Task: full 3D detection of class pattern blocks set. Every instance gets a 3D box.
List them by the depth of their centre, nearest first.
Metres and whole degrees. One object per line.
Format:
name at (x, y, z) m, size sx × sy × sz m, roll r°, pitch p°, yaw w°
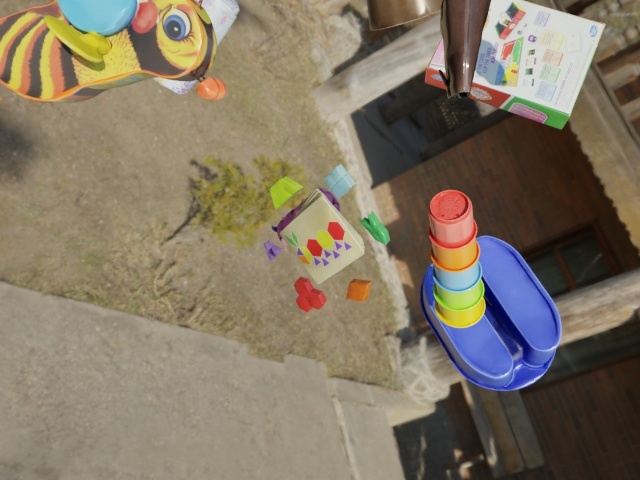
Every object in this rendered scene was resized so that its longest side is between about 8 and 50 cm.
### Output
pattern blocks set at (0.000, 0.000, 1.126) m, size 0.026 × 0.325 × 0.285 m, roll -35°, pitch 96°, yaw -41°

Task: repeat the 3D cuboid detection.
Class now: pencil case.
pencil case at (-0.315, -0.495, 1.403) m, size 0.124 × 0.273 × 0.113 m, roll 45°, pitch 22°, yaw 19°
pencil case at (-0.037, -0.062, 1.524) m, size 0.095 × 0.209 × 0.098 m, roll 13°, pitch 57°, yaw -35°

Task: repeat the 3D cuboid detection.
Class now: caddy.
caddy at (0.364, 0.157, 1.251) m, size 0.341 × 0.241 × 0.179 m, roll 61°, pitch 2°, yaw 21°

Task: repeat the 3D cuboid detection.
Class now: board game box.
board game box at (0.423, -0.410, 1.261) m, size 0.242 × 0.316 × 0.064 m, roll -64°, pitch 167°, yaw -13°

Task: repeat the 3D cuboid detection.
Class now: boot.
boot at (0.223, -0.326, 0.852) m, size 0.248 × 0.090 × 0.207 m, roll -30°, pitch 119°, yaw -80°

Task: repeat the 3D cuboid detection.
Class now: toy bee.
toy bee at (-0.171, -0.190, 0.539) m, size 0.162 × 0.298 × 0.195 m, roll 63°, pitch 32°, yaw -7°

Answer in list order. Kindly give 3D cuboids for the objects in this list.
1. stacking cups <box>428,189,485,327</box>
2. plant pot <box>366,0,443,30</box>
stacking cups at (0.226, 0.030, 0.964) m, size 0.316 × 0.096 × 0.096 m, roll 69°, pitch 11°, yaw -50°
plant pot at (0.191, -0.647, 1.354) m, size 0.215 × 0.215 × 0.230 m, roll -68°, pitch 142°, yaw -61°
